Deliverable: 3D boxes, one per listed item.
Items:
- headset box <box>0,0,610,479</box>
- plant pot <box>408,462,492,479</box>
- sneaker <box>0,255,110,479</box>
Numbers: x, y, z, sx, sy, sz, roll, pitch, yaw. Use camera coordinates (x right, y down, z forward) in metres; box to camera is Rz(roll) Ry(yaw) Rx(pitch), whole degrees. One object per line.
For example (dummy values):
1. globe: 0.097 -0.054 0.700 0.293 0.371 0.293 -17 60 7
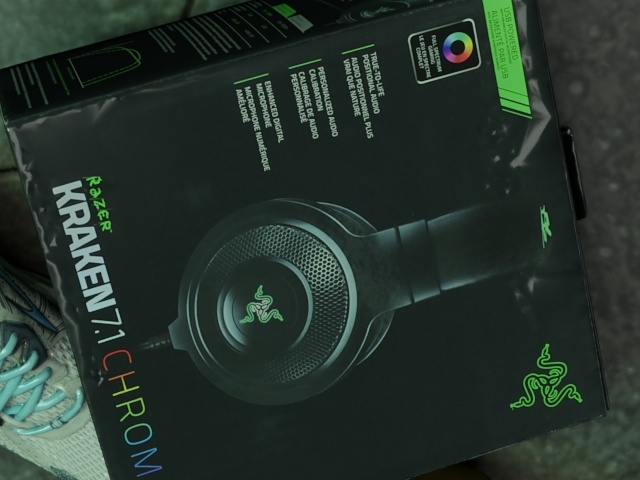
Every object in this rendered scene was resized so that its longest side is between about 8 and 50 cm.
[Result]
1. headset box: 0.000 0.000 0.847 0.283 0.131 0.246 -16 110 -9
2. plant pot: 0.061 0.168 0.966 0.081 0.083 0.081 18 110 -4
3. sneaker: -0.203 0.058 0.913 0.110 0.122 0.283 -39 105 15
